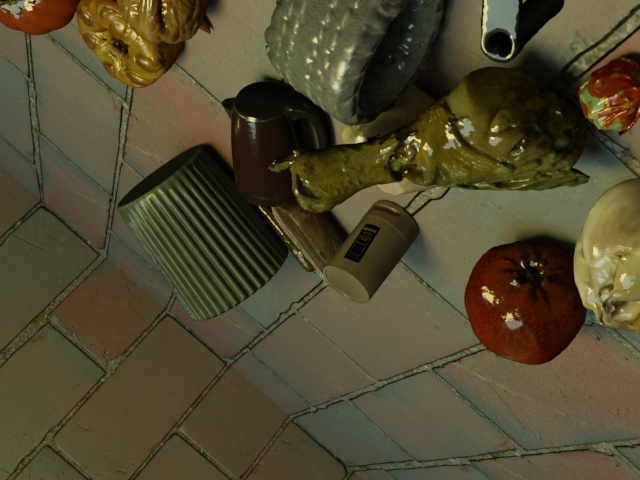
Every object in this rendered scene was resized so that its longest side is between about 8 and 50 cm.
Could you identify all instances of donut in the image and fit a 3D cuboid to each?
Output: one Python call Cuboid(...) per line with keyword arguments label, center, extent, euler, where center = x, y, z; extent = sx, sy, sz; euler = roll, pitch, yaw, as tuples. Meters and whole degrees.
Cuboid(label="donut", center=(-0.383, -0.412, 1.551), extent=(0.227, 0.114, 0.226), euler=(33, 154, 18))

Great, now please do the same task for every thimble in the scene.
Cuboid(label="thimble", center=(0.042, -0.286, 1.051), extent=(0.172, 0.205, 0.236), euler=(39, 152, 17))

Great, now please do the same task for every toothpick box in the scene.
Cuboid(label="toothpick box", center=(0.099, 0.021, 1.508), extent=(0.111, 0.180, 0.111), euler=(31, 155, 17))

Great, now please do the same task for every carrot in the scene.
Cuboid(label="carrot", center=(-0.088, -0.020, 1.868), extent=(0.254, 0.049, 0.049), euler=(49, 154, -10))

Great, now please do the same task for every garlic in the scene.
Cuboid(label="garlic", center=(0.443, 0.047, 1.053), extent=(0.281, 0.203, 0.185), euler=(50, 172, -28))

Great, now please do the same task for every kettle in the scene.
Cuboid(label="kettle", center=(-0.082, -0.184, 1.488), extent=(0.202, 0.144, 0.232), euler=(13, 146, 11))

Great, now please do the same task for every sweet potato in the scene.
Cuboid(label="sweet potato", center=(-0.238, -0.417, 1.438), extent=(0.095, 0.034, 0.034), euler=(36, 157, -16))

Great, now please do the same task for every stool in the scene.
Cuboid(label="stool", center=(-0.285, -0.026, 1.863), extent=(0.297, 0.297, 0.330), euler=(-5, 124, 57))

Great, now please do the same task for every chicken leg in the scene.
Cuboid(label="chicken leg", center=(0.143, -0.117, 1.057), extent=(0.430, 0.152, 0.201), euler=(-13, 143, 7))

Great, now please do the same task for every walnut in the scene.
Cuboid(label="walnut", center=(-0.269, -0.426, 1.329), extent=(0.155, 0.155, 0.184), euler=(33, 145, 15))

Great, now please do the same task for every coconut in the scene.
Cuboid(label="coconut", center=(0.131, -0.151, 1.209), extent=(0.183, 0.171, 0.171), euler=(42, 155, 2))

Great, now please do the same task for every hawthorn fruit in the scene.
Cuboid(label="hawthorn fruit", center=(0.343, 0.115, 1.312), extent=(0.205, 0.205, 0.253), euler=(28, 157, 25))

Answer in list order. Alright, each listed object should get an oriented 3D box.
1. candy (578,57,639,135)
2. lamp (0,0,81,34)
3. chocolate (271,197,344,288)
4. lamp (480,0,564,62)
Cuboid(label="candy", center=(0.409, -0.199, 0.862), extent=(0.084, 0.078, 0.288), euler=(48, 146, -10))
Cuboid(label="lamp", center=(-0.578, -0.523, 1.549), extent=(0.223, 0.196, 0.223), euler=(7, 117, 13))
Cuboid(label="chocolate", center=(0.000, -0.001, 1.730), extent=(0.254, 0.080, 0.157), euler=(54, 167, -24))
Cuboid(label="lamp", center=(0.120, -0.400, 0.750), extent=(0.272, 0.205, 0.374), euler=(23, 133, 24))
